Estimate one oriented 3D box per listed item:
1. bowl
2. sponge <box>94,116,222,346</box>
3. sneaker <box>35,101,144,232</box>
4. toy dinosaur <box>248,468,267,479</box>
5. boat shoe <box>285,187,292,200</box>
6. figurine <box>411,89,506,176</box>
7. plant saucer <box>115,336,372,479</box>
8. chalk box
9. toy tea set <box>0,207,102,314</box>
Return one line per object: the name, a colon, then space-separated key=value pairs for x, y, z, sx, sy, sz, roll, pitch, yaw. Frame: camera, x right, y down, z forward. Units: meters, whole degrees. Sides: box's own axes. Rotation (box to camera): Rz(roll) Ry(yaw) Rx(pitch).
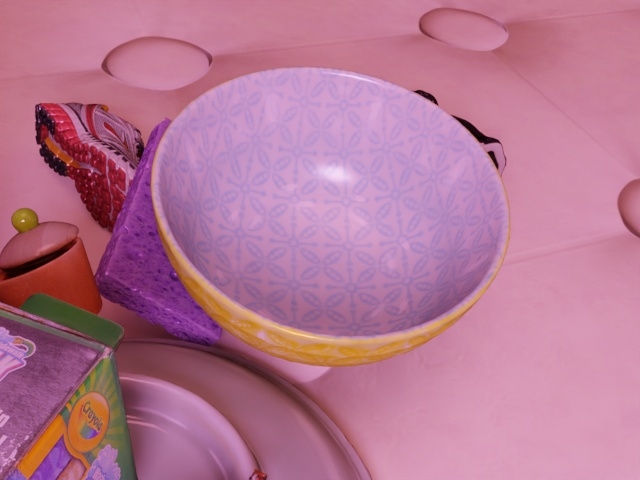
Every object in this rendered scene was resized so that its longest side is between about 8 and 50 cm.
bowl: x=0.000 y=0.000 z=0.618 sx=0.290 sy=0.156 sz=0.289 roll=6 pitch=51 yaw=-7
sponge: x=-0.128 y=-0.013 z=0.663 sx=0.117 sy=0.031 sz=0.210 roll=33 pitch=41 yaw=-26
sneaker: x=-0.216 y=-0.087 z=0.753 sx=0.093 sy=0.088 sz=0.225 roll=-20 pitch=52 yaw=-38
toy dinosaur: x=-0.067 y=0.155 z=0.391 sx=0.090 sy=0.047 sz=0.082 roll=9 pitch=22 yaw=19
boat shoe: x=-0.046 y=-0.078 z=0.800 sx=0.065 sy=0.075 sz=0.206 roll=36 pitch=21 yaw=-34
figurine: x=0.072 y=-0.127 z=0.824 sx=0.215 sy=0.092 sz=0.209 roll=3 pitch=32 yaw=-21
plant saucer: x=-0.141 y=0.194 z=0.442 sx=0.401 sy=0.100 sz=0.400 roll=4 pitch=41 yaw=-4
chalk box: x=-0.182 y=0.114 z=0.354 sx=0.133 sy=0.132 sz=0.213 roll=17 pitch=42 yaw=14
toy tea set: x=-0.323 y=0.068 z=0.486 sx=0.200 sy=0.124 sz=0.336 roll=-2 pitch=27 yaw=44
